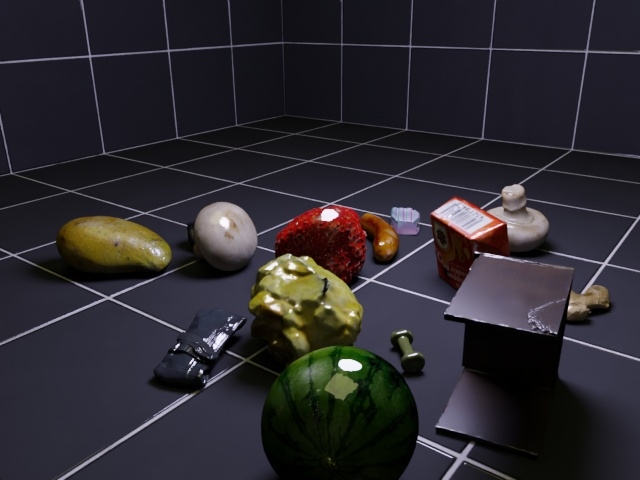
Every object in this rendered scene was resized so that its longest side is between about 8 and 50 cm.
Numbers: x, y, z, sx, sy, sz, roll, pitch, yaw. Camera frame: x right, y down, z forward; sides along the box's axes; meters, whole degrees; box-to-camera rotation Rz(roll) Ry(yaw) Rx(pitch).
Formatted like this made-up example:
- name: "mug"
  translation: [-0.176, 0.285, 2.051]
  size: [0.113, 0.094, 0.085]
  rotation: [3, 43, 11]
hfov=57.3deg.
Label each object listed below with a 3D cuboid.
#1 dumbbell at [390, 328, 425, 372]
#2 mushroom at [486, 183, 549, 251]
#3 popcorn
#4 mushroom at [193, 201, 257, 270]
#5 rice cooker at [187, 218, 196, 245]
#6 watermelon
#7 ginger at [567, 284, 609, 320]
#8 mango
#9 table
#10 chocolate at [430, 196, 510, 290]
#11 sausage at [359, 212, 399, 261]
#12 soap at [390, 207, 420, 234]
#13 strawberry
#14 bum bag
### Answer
- name: "dumbbell"
  translation: [0.186, 0.236, 1.258]
  size: [0.052, 0.046, 0.118]
  rotation: [-8, 22, -5]
- name: "mushroom"
  translation: [0.598, -0.064, 1.829]
  size: [0.206, 0.209, 0.206]
  rotation: [-16, -1, 0]
- name: "popcorn"
  translation: [-0.034, 0.152, 1.261]
  size: [0.252, 0.215, 0.286]
  rotation: [-11, 27, -40]
- name: "mushroom"
  translation: [-0.298, -0.002, 1.717]
  size: [0.215, 0.207, 0.207]
  rotation: [-23, 4, 39]
- name: "rice cooker"
  translation: [-0.339, -0.027, 1.852]
  size: [0.165, 0.106, 0.112]
  rotation: [6, 10, 7]
- name: "watermelon"
  translation: [0.029, 0.279, 0.893]
  size: [0.242, 0.242, 0.242]
  rotation: [0, 21, 0]
- name: "ginger"
  translation: [0.631, 0.143, 1.467]
  size: [0.214, 0.059, 0.133]
  rotation: [-17, 31, -32]
- name: "mango"
  translation: [-0.593, 0.014, 1.693]
  size: [0.329, 0.175, 0.176]
  rotation: [-1, 66, -1]
- name: "table"
  translation: [0.340, 0.195, 1.084]
  size: [0.196, 0.250, 0.282]
  rotation: [11, 25, 25]
- name: "chocolate"
  translation: [0.392, 0.033, 1.537]
  size: [0.108, 0.235, 0.237]
  rotation: [-21, 27, -13]
- name: "sausage"
  translation: [0.188, -0.014, 1.856]
  size: [0.103, 0.076, 0.302]
  rotation: [-11, 21, -6]
- name: "soap"
  translation: [0.291, -0.066, 2.010]
  size: [0.100, 0.056, 0.149]
  rotation: [1, 21, 9]
- name: "strawberry"
  translation: [0.004, 0.001, 1.604]
  size: [0.261, 0.257, 0.261]
  rotation: [-7, 27, 3]
- name: "bum bag"
  translation: [-0.256, 0.227, 1.273]
  size: [0.123, 0.060, 0.248]
  rotation: [5, 24, 17]
